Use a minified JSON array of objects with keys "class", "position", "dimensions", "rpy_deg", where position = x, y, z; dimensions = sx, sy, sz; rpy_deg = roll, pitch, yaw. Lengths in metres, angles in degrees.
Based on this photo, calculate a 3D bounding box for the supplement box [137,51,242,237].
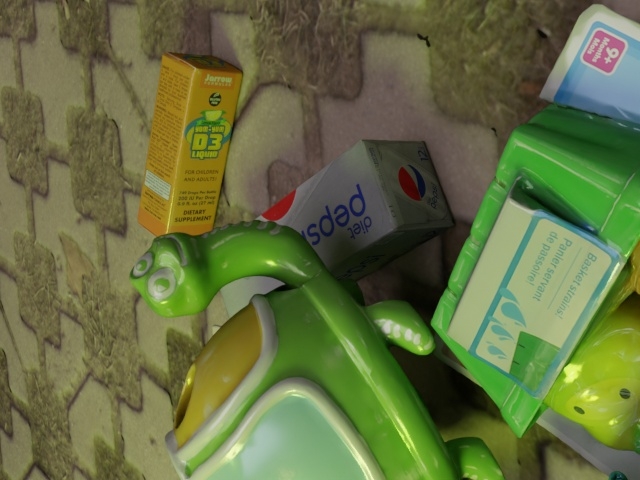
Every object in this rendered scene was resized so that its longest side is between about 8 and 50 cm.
[{"class":"supplement box","position":[-0.170,-0.117,1.077],"dimensions":[0.080,0.078,0.233],"rpy_deg":[30,117,42]}]

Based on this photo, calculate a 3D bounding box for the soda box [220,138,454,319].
[{"class":"soda box","position":[0.000,0.000,0.889],"dimensions":[0.286,0.091,0.098],"rpy_deg":[-33,70,45]}]

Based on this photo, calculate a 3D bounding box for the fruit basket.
[{"class":"fruit basket","position":[0.254,0.069,0.551],"dimensions":[0.353,0.165,0.327],"rpy_deg":[40,134,27]}]

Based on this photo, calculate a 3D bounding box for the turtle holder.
[{"class":"turtle holder","position":[-0.018,0.143,0.721],"dimensions":[0.243,0.227,0.320],"rpy_deg":[46,164,55]}]

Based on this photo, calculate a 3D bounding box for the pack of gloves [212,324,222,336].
[{"class":"pack of gloves","position":[-0.026,0.203,0.991],"dimensions":[0.232,0.046,0.195],"rpy_deg":[3,97,37]}]

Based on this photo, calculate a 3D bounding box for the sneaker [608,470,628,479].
[{"class":"sneaker","position":[0.216,0.196,0.515],"dimensions":[0.110,0.107,0.275],"rpy_deg":[40,140,-7]}]
